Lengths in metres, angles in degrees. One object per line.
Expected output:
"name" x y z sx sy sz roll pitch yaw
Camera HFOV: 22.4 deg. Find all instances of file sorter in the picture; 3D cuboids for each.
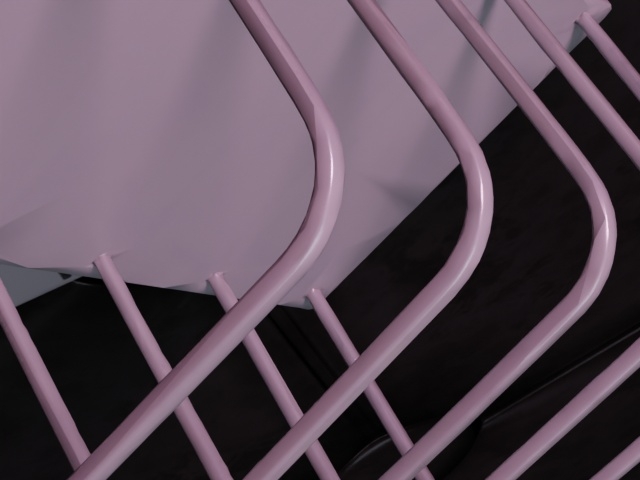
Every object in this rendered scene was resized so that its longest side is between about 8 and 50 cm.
"file sorter" 0.000 0.000 0.549 0.278 0.173 0.193 12 129 -50

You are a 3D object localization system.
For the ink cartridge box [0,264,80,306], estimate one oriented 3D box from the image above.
"ink cartridge box" -0.083 -0.106 0.620 0.306 0.131 0.226 -27 150 -9
